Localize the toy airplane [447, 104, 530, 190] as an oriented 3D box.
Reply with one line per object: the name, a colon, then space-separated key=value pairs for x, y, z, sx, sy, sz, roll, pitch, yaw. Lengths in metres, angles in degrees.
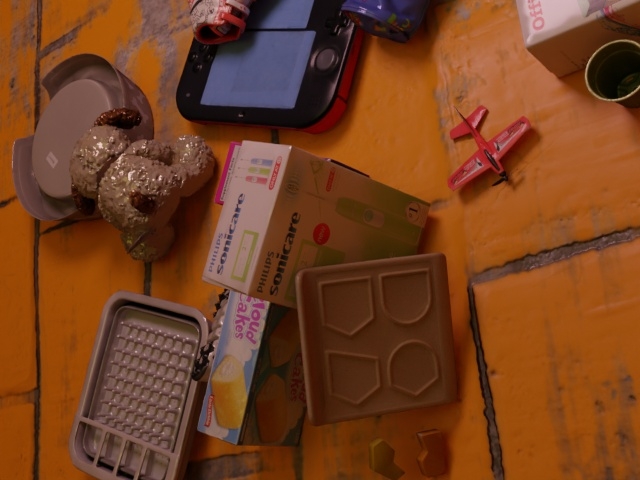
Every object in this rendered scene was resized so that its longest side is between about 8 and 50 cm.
toy airplane: x=0.234 y=-0.140 z=1.311 sx=0.151 sy=0.028 sz=0.151 roll=-11 pitch=71 yaw=34

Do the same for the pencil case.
pencil case: x=0.156 y=-0.457 z=1.396 sx=0.133 sy=0.119 sz=0.306 roll=34 pitch=99 yaw=27

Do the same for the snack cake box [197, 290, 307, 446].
snack cake box: x=-0.082 y=0.179 z=1.392 sx=0.089 sy=0.152 sz=0.264 roll=9 pitch=85 yaw=38

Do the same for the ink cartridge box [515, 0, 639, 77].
ink cartridge box: x=0.399 y=-0.368 z=1.187 sx=0.278 sy=0.117 sz=0.201 roll=-19 pitch=67 yaw=33

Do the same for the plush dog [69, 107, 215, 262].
plush dog: x=-0.355 y=-0.110 z=1.612 sx=0.225 sy=0.211 sz=0.262 roll=33 pitch=101 yaw=18

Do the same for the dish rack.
dish rack: x=-0.305 y=0.269 z=1.591 sx=0.286 sy=0.072 sz=0.332 roll=9 pitch=84 yaw=39

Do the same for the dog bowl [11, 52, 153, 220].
dog bowl: x=-0.480 y=-0.198 z=1.826 sx=0.349 sy=0.102 sz=0.348 roll=-11 pitch=71 yaw=36

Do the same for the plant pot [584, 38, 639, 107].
plant pot: x=0.399 y=-0.207 z=1.170 sx=0.083 sy=0.079 sz=0.083 roll=-11 pitch=71 yaw=35

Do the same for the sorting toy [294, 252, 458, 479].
sorting toy: x=0.082 y=0.179 z=1.229 sx=0.041 sy=0.229 sz=0.307 roll=-176 pitch=80 yaw=-70

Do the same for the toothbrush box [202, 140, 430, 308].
toothbrush box: x=0.000 y=0.000 z=1.281 sx=0.122 sy=0.283 sz=0.206 roll=13 pitch=85 yaw=51

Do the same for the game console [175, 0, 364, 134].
game console: x=-0.085 y=-0.361 z=1.594 sx=0.387 sy=0.060 sz=0.341 roll=10 pitch=85 yaw=38

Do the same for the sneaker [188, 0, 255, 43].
sneaker: x=-0.124 y=-0.442 z=1.571 sx=0.270 sy=0.090 sz=0.144 roll=-20 pitch=62 yaw=33

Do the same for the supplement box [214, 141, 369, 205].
supplement box: x=-0.050 y=-0.083 z=1.461 sx=0.220 sy=0.111 sz=0.113 roll=16 pitch=89 yaw=40

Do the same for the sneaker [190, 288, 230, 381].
sneaker: x=-0.127 y=0.142 z=1.487 sx=0.078 sy=0.106 sz=0.234 roll=-32 pitch=34 yaw=57
